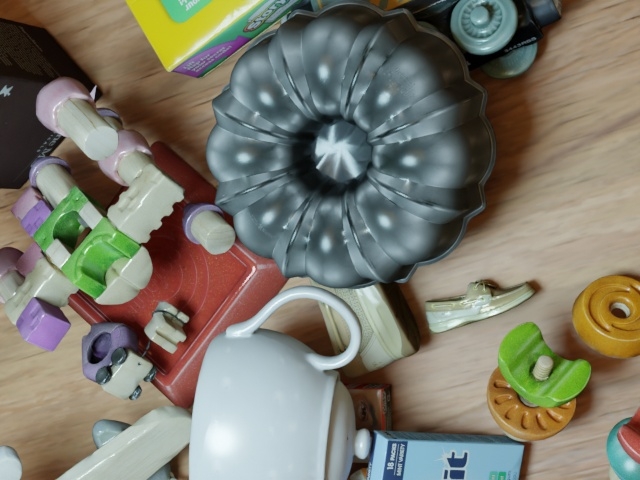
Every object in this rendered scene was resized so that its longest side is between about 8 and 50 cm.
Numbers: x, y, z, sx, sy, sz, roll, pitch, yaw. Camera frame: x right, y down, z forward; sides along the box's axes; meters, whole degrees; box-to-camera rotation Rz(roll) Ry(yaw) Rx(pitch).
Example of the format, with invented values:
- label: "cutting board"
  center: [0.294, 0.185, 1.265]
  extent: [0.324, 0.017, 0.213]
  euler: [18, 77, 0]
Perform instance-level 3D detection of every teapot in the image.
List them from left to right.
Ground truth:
- label: "teapot"
  center: [-0.037, 0.214, 1.377]
  extent: [0.187, 0.256, 0.252]
  euler: [3, 61, 6]

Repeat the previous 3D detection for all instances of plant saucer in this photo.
- label: "plant saucer"
  center: [-0.202, 0.047, 1.575]
  extent: [0.259, 0.048, 0.258]
  euler: [41, 103, 13]

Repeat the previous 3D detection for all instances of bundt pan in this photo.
- label: "bundt pan"
  center: [0.018, -0.094, 1.320]
  extent: [0.331, 0.124, 0.331]
  euler: [3, 102, 16]

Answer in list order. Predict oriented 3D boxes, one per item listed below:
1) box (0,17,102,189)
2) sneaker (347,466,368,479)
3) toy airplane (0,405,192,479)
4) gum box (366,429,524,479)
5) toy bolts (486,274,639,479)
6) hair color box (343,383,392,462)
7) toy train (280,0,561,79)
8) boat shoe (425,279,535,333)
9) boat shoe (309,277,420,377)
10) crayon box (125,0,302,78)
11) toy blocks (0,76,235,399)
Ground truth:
- label: "box"
  center: [-0.451, -0.170, 1.477]
  extent: [0.143, 0.381, 0.191]
  euler: [47, 105, 10]
- label: "sneaker"
  center: [0.030, 0.343, 1.489]
  extent: [0.215, 0.083, 0.084]
  euler: [-39, 75, 27]
- label: "toy airplane"
  center: [-0.354, 0.379, 1.517]
  extent: [0.386, 0.272, 0.384]
  euler: [2, 107, -14]
- label: "gum box"
  center: [0.138, 0.304, 1.410]
  extent: [0.184, 0.041, 0.157]
  euler: [7, 95, -24]
- label: "toy bolts"
  center: [0.325, 0.181, 1.382]
  extent: [0.218, 0.158, 0.228]
  euler: [-38, 64, -25]
- label: "hair color box"
  center: [0.004, 0.224, 1.506]
  extent: [0.167, 0.053, 0.093]
  euler: [-2, 90, 18]
- label: "toy train"
  center: [0.109, -0.254, 1.423]
  extent: [0.334, 0.142, 0.190]
  euler: [-22, 72, 20]
- label: "boat shoe"
  center: [0.185, 0.071, 1.442]
  extent: [0.135, 0.050, 0.045]
  euler: [-21, 90, 18]
- label: "boat shoe"
  center: [0.000, 0.000, 1.466]
  extent: [0.110, 0.121, 0.341]
  euler: [-27, 84, 17]
- label: "crayon box"
  center: [-0.107, -0.432, 1.500]
  extent: [0.363, 0.106, 0.313]
  euler: [-34, 82, 17]
- label: "toy blocks"
  center: [-0.304, -0.023, 1.497]
  extent: [0.288, 0.309, 0.260]
  euler: [-51, 43, 1]
